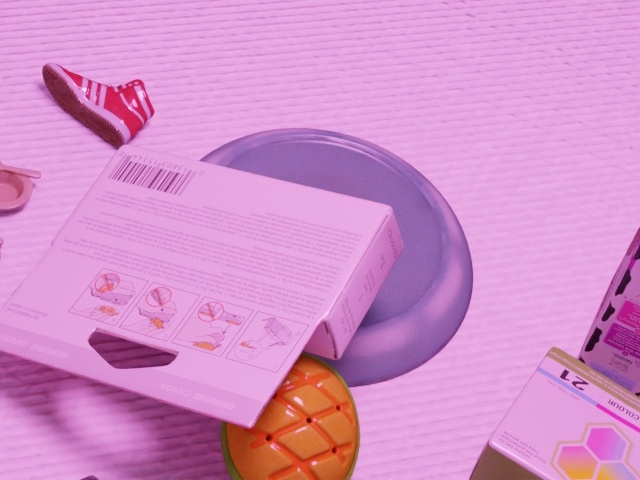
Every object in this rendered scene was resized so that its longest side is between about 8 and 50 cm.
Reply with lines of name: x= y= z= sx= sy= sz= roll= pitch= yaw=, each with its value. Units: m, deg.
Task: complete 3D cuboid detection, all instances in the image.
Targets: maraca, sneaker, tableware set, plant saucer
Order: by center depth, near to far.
maraca: x=-0.027 y=0.185 z=1.459 sx=0.127 sy=0.099 sz=0.185 roll=11 pitch=68 yaw=-14
tableware set: x=-0.355 y=-0.034 z=1.608 sx=0.141 sy=0.020 sz=0.168 roll=17 pitch=49 yaw=1
plant saucer: x=0.000 y=0.000 z=1.651 sx=0.317 sy=0.044 sz=0.317 roll=7 pitch=50 yaw=-8
sneaker: x=-0.223 y=-0.151 z=1.720 sx=0.118 sy=0.042 sz=0.067 roll=41 pitch=57 yaw=10

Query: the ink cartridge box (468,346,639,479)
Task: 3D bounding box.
ink cartridge box: x=0.213 y=0.246 z=1.463 sx=0.189 sy=0.097 sz=0.255 roll=31 pitch=51 yaw=12

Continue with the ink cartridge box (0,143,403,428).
ink cartridge box: x=-0.114 y=0.048 z=1.503 sx=0.296 sy=0.066 sz=0.261 roll=14 pitch=54 yaw=27

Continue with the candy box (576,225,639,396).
candy box: x=0.318 y=0.028 z=1.576 sx=0.071 sy=0.233 sz=0.159 roll=25 pitch=49 yaw=8

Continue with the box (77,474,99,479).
box: x=-0.259 y=0.315 z=1.249 sx=0.270 sy=0.165 sz=0.143 roll=-21 pitch=59 yaw=-28
